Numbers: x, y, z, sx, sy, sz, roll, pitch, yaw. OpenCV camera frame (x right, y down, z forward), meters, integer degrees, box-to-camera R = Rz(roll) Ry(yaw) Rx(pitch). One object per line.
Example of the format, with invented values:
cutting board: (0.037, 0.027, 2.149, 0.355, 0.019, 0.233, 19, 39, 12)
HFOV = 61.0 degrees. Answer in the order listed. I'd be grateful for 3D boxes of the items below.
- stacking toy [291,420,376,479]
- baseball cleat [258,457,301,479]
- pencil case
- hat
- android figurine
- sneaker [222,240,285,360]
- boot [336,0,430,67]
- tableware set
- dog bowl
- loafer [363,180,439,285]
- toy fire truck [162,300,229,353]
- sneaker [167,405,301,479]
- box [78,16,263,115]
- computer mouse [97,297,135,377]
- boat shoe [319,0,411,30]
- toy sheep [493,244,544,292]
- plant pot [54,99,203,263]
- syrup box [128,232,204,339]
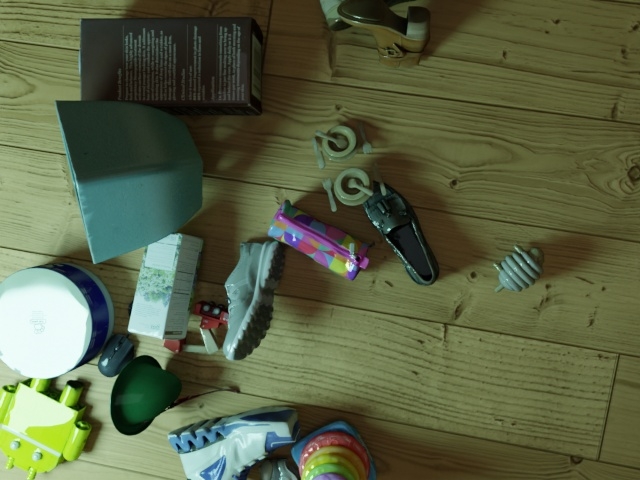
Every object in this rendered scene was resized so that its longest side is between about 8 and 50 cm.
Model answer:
stacking toy: (0.020, 0.523, 1.139, 0.166, 0.302, 0.175, -29, 89, 7)
baseball cleat: (-0.085, 0.616, 1.272, 0.109, 0.072, 0.206, -11, 93, 7)
pencil case: (0.000, 0.000, 1.214, 0.236, 0.104, 0.104, 27, 96, 5)
hat: (-0.331, 0.345, 1.218, 0.183, 0.208, 0.173, 0, 119, 23)
android figurine: (-0.690, 0.454, 1.338, 0.248, 0.056, 0.273, 26, 94, 4)
sneaker: (-0.168, 0.131, 1.228, 0.115, 0.105, 0.281, 9, 68, 21)
boot: (0.130, -0.430, 1.149, 0.197, 0.152, 0.073, 14, 72, 6)
tableware set: (0.056, -0.171, 1.200, 0.128, 0.039, 0.194, -18, 74, 7)
dog bowl: (-0.638, 0.187, 1.290, 0.265, 0.104, 0.265, 0, 93, 7)
loafer: (0.182, -0.019, 1.198, 0.096, 0.084, 0.267, -33, 89, 7)
toy fire truck: (-0.261, 0.215, 1.280, 0.192, 0.047, 0.135, 17, 95, 4)
sneaker: (-0.185, 0.498, 1.248, 0.315, 0.127, 0.182, -14, 87, 14)
box: (-0.324, -0.379, 1.208, 0.381, 0.143, 0.191, 2, 94, 4)
computer mouse: (-0.465, 0.226, 1.306, 0.071, 0.041, 0.242, 29, 95, 5)
boat shoe: (0.158, -0.566, 1.151, 0.341, 0.121, 0.110, -21, 92, 8)
toy sheep: (0.429, 0.065, 1.179, 0.091, 0.091, 0.132, 44, 110, 2)
plant pot: (-0.388, -0.140, 1.151, 0.252, 0.247, 0.248, -13, 54, -24)
syrup box: (-0.347, 0.100, 1.232, 0.093, 0.096, 0.237, 8, 85, 19)
